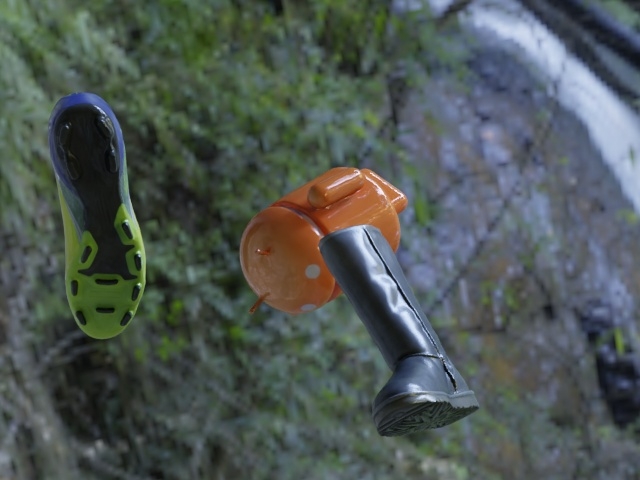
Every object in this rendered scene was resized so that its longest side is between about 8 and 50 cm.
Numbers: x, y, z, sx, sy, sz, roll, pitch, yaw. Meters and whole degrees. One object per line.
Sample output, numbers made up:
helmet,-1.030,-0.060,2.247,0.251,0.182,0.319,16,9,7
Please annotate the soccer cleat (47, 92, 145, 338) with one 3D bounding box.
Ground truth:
soccer cleat,-0.254,-0.031,1.956,0.093,0.289,0.121,-7,21,-8

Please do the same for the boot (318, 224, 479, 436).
boot,0.060,0.079,1.623,0.076,0.208,0.190,-28,-15,17

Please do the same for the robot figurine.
robot figurine,0.000,0.002,1.876,0.219,0.128,0.158,-32,7,-39
